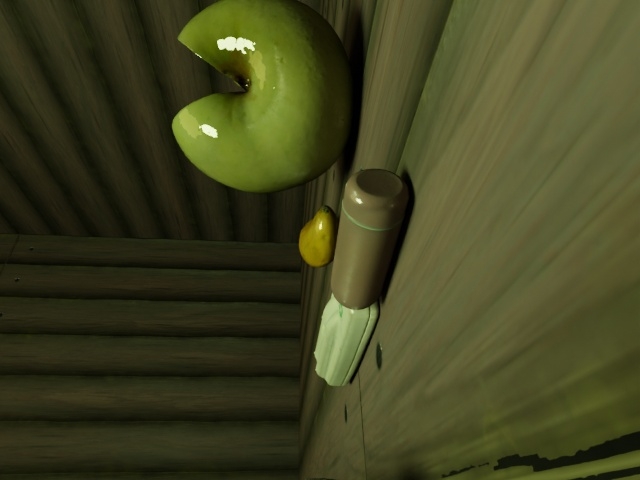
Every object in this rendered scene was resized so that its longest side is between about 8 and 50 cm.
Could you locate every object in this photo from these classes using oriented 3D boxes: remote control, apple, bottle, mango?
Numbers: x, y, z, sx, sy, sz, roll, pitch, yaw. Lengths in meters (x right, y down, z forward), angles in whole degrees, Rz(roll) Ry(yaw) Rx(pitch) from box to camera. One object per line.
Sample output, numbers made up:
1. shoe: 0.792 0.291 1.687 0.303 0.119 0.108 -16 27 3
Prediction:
1. remote control: 0.026 0.111 0.522 0.230 0.049 0.090 100 169 -50
2. apple: -0.086 -0.216 0.642 0.254 0.292 0.291 -7 -80 -72
3. bottle: 0.040 0.004 0.367 0.140 0.053 0.053 96 174 -45
4. mango: 0.000 0.000 0.772 0.190 0.075 0.098 126 138 -70

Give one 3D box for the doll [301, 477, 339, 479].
1. doll: -0.014 0.263 0.272 0.251 0.221 0.221 53 -159 -34
